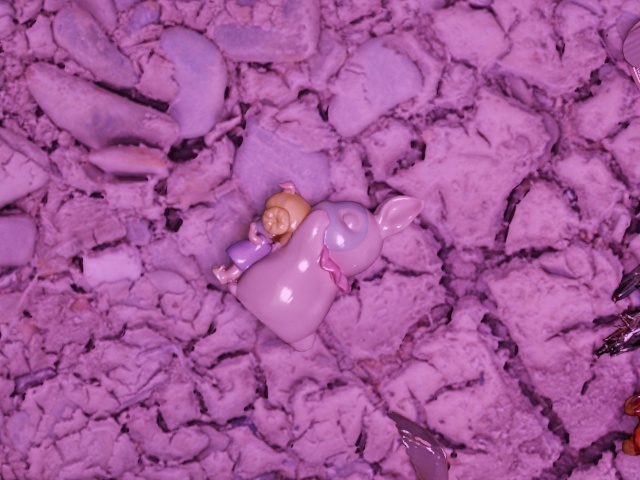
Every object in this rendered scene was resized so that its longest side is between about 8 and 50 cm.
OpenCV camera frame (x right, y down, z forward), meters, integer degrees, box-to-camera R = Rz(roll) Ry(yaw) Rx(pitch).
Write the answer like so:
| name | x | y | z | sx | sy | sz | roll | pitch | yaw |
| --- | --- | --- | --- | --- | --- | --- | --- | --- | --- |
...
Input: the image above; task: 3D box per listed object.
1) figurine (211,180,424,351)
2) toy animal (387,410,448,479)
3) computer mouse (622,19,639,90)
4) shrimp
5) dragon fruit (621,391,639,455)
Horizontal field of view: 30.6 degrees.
| name | x | y | z | sx | sy | sz | roll | pitch | yaw |
| --- | --- | --- | --- | --- | --- | --- | --- | --- | --- |
| figurine | 0.000 | 0.000 | 1.405 | 0.155 | 0.127 | 0.235 | 42 | 88 | 9 |
| toy animal | 0.150 | 0.326 | 1.427 | 0.155 | 0.095 | 0.219 | 4 | 94 | 5 |
| computer mouse | 0.483 | -0.242 | 1.400 | 0.236 | 0.082 | 0.145 | -26 | 93 | 1 |
| shrimp | 0.394 | 0.085 | 1.445 | 0.161 | 0.034 | 0.091 | -33 | 80 | -4 |
| dragon fruit | 0.444 | 0.195 | 1.383 | 0.207 | 0.150 | 0.133 | -29 | 99 | -10 |
